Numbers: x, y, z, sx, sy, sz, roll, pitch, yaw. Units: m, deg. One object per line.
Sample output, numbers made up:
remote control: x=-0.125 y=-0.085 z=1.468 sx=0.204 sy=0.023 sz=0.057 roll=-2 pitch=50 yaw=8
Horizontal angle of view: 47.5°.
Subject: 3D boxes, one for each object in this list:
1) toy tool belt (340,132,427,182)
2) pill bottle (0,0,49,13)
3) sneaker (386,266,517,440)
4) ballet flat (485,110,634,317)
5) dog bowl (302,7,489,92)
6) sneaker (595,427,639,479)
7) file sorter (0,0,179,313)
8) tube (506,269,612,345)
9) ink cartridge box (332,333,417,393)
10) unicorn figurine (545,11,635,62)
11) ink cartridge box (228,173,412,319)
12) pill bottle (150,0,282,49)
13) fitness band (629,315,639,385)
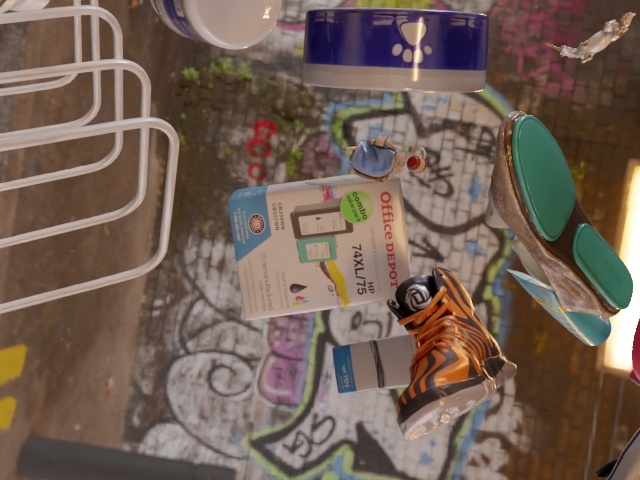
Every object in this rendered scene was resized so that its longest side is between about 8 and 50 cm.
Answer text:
toy tool belt: x=0.067 y=-0.089 z=0.785 sx=0.051 sy=0.083 sz=0.052 roll=14 pitch=87 yaw=-57
pill bottle: x=-0.374 y=-0.294 z=0.750 sx=0.193 sy=0.108 sz=0.108 roll=-8 pitch=109 yaw=-63
sneaker: x=0.136 y=0.133 z=0.919 sx=0.180 sy=0.125 sz=0.321 roll=59 pitch=18 yaw=13
ballet flat: x=0.263 y=-0.016 z=0.874 sx=0.106 sy=0.316 sz=0.107 roll=-3 pitch=-138 yaw=51
dog bowl: x=0.107 y=-0.274 z=1.050 sx=0.265 sy=0.265 sz=0.104 roll=-82 pitch=175 yaw=-75
sneaker: x=0.327 y=0.293 z=0.753 sx=0.127 sy=0.126 sz=0.320 roll=-66 pitch=173 yaw=-79
file sorter: x=-0.245 y=-0.106 z=0.594 sx=0.277 sy=0.173 sz=0.192 roll=58 pitch=-31 yaw=30
tube: x=0.346 y=0.093 z=1.031 sx=0.080 sy=0.207 sz=0.052 roll=23 pitch=-96 yaw=51
ink cartridge box: x=0.135 y=0.191 z=1.154 sx=0.191 sy=0.140 sz=0.082 roll=-17 pitch=-106 yaw=44
unicorn figurine: x=0.524 y=-0.381 z=1.401 sx=0.060 sy=0.162 sz=0.111 roll=69 pitch=20 yaw=-8
ink cartridge box: x=0.000 y=0.000 z=1.212 sx=0.197 sy=0.270 sz=0.198 roll=-105 pitch=-173 yaw=-82
pill bottle: x=-0.180 y=-0.394 z=1.157 sx=0.265 sy=0.153 sz=0.153 roll=36 pitch=-59 yaw=56
fitness band: x=0.560 y=0.131 z=1.064 sx=0.054 sy=0.291 sz=0.208 roll=46 pitch=-56 yaw=49
